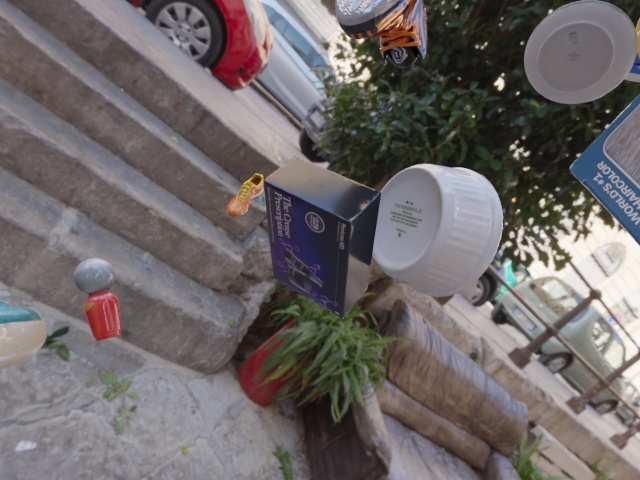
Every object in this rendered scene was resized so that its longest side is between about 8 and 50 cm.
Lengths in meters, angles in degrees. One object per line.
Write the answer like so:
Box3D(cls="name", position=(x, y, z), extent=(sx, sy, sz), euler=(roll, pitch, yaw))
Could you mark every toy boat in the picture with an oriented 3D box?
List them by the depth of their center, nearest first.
Box3D(cls="toy boat", position=(-0.514, 0.134, 0.708), extent=(0.267, 0.318, 0.148), euler=(149, -74, -69))

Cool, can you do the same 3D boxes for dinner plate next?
Box3D(cls="dinner plate", position=(0.363, -0.261, 0.590), extent=(0.141, 0.141, 0.017), euler=(45, 55, 3))

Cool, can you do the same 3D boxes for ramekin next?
Box3D(cls="ramekin", position=(0.210, -0.028, 0.837), extent=(0.127, 0.273, 0.273), euler=(13, 27, -30))

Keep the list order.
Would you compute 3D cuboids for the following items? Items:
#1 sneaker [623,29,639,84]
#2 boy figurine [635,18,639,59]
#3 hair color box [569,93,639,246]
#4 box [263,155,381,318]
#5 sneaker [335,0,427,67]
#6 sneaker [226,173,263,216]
Box3D(cls="sneaker", position=(0.585, -0.329, 0.673), extent=(0.330, 0.147, 0.130), euler=(10, 27, 16))
Box3D(cls="boy figurine", position=(0.482, -0.330, 0.501), extent=(0.177, 0.092, 0.285), euler=(9, -18, 1))
Box3D(cls="hair color box", position=(0.370, 0.007, 0.280), extent=(0.347, 0.105, 0.174), euler=(12, 42, -20))
Box3D(cls="box", position=(0.000, 0.000, 0.782), extent=(0.184, 0.103, 0.261), euler=(25, -40, 23))
Box3D(cls="sneaker", position=(0.132, -0.376, 0.721), extent=(0.124, 0.321, 0.180), euler=(8, -43, 28))
Box3D(cls="sneaker", position=(-0.228, -0.139, 1.237), extent=(0.064, 0.067, 0.175), euler=(20, 51, 10))
